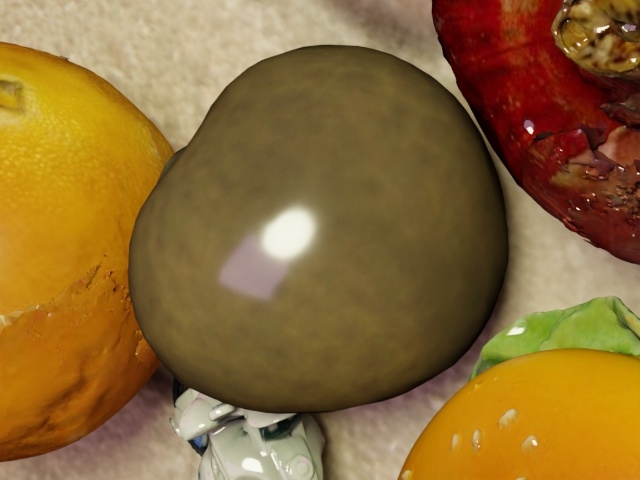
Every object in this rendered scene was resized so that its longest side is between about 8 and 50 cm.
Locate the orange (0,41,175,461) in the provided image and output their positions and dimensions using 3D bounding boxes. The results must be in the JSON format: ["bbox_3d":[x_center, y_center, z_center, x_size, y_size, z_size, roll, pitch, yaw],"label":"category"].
[{"bbox_3d":[-0.189,0.005,0.639,0.240,0.240,0.239,4,98,33],"label":"orange"}]

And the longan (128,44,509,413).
[{"bbox_3d":[0.000,0.000,0.551,0.189,0.189,0.189,4,98,33],"label":"longan"}]

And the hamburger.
[{"bbox_3d":[0.117,0.148,0.462,0.246,0.170,0.246,17,112,50],"label":"hamburger"}]

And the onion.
[{"bbox_3d":[0.149,-0.099,0.414,0.252,0.219,0.252,12,111,36],"label":"onion"}]

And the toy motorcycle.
[{"bbox_3d":[-0.018,0.152,0.629,0.150,0.102,0.221,-45,67,50],"label":"toy motorcycle"}]
